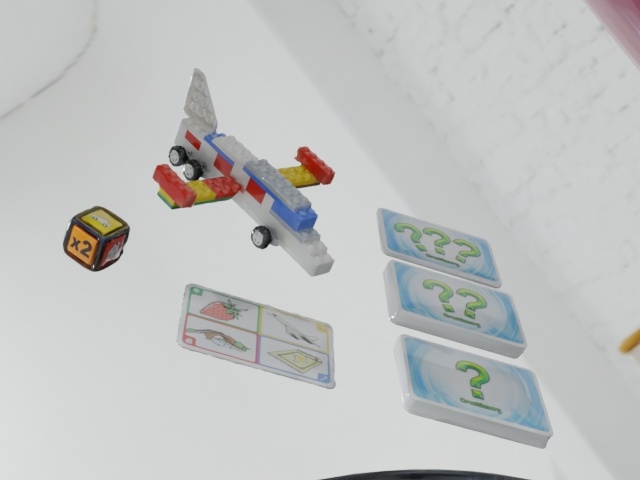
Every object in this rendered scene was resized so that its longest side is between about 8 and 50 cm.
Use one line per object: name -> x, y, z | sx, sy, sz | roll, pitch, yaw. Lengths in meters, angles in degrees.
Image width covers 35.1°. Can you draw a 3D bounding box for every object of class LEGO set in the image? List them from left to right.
LEGO set -> 0.000, 0.000, 0.521 | 0.182, 0.244, 0.060 | -92, 22, -57

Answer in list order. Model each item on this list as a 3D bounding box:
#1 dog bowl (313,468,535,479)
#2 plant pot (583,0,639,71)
dog bowl -> 0.053, 0.329, 0.660 | 0.408, 0.408, 0.150 | -39, 33, 26
plant pot -> 0.228, -0.170, 0.574 | 0.201, 0.180, 0.201 | -53, 8, 10
